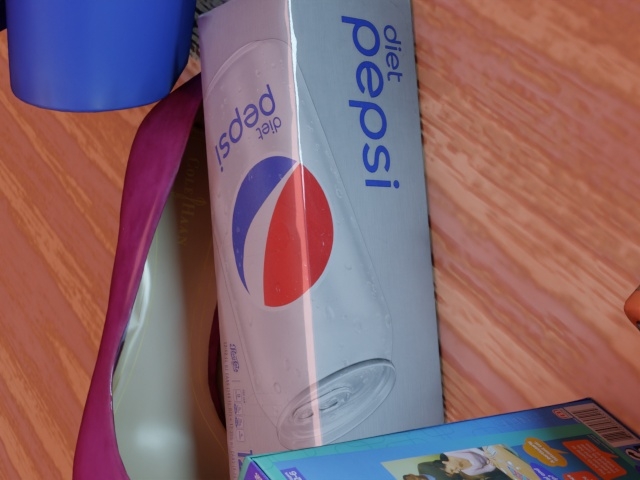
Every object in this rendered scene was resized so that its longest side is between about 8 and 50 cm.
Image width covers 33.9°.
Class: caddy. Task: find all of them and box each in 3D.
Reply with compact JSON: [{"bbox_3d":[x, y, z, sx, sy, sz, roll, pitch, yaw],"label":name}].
[{"bbox_3d":[-0.195,-0.205,0.687,0.341,0.241,0.179,-95,13,-71],"label":"caddy"}]

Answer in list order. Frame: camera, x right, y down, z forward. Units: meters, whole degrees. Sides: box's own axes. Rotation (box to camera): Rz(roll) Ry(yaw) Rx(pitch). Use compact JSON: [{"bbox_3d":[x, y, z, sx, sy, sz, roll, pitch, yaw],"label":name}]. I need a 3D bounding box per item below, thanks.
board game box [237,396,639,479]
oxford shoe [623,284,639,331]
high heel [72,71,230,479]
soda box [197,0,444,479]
[{"bbox_3d":[0.090,0.134,0.410,0.160,0.210,0.047,41,121,43],"label":"board game box"},{"bbox_3d":[0.255,0.021,0.310,0.364,0.130,0.132,5,62,57],"label":"oxford shoe"},{"bbox_3d":[-0.075,0.069,0.640,0.181,0.127,0.377,124,141,-48],"label":"high heel"},{"bbox_3d":[0.000,0.000,0.608,0.091,0.098,0.286,-10,82,50],"label":"soda box"}]
